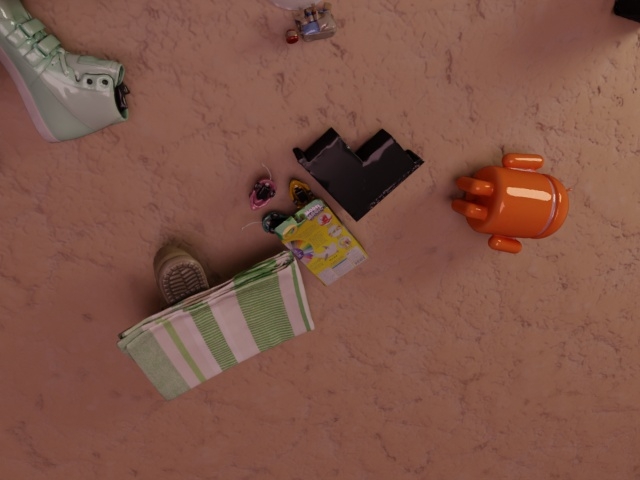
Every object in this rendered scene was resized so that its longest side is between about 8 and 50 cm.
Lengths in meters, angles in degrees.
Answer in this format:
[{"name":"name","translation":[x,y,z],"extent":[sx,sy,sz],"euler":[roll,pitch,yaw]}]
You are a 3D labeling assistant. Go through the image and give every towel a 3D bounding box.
[{"name":"towel","translation":[-0.173,0.167,0.936],"extent":[0.325,0.038,0.247],"euler":[-26,140,-12]}]

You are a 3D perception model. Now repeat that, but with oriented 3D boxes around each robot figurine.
[{"name":"robot figurine","translation":[0.357,-0.067,0.939],"extent":[0.220,0.157,0.128],"euler":[6,155,-14]}]

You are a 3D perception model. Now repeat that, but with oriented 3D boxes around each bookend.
[{"name":"bookend","translation":[0.064,-0.144,0.873],"extent":[0.156,0.072,0.157],"euler":[-42,115,10]}]

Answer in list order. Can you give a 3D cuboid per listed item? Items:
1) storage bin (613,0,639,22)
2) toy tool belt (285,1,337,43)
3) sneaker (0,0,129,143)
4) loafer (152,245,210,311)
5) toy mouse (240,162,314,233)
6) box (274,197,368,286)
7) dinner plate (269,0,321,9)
[{"name":"storage bin","translation":[0.566,-0.397,0.783],"extent":[0.085,0.180,0.121],"euler":[9,114,-16]},{"name":"toy tool belt","translation":[-0.018,-0.335,0.781],"extent":[0.084,0.052,0.051],"euler":[-14,87,-7]},{"name":"sneaker","translation":[-0.364,-0.271,0.713],"extent":[0.151,0.094,0.255],"euler":[-12,128,2]},{"name":"loafer","translation":[-0.243,0.109,0.933],"extent":[0.102,0.092,0.268],"euler":[-17,136,-21]},{"name":"toy mouse","translation":[-0.085,-0.063,0.902],"extent":[0.143,0.031,0.161],"euler":[-35,128,6]},{"name":"box","translation":[0.000,0.000,0.931],"extent":[0.105,0.043,0.179],"euler":[-35,132,7]},{"name":"dinner plate","translation":[-0.037,-0.417,0.750],"extent":[0.141,0.017,0.141],"euler":[-5,118,-9]}]
